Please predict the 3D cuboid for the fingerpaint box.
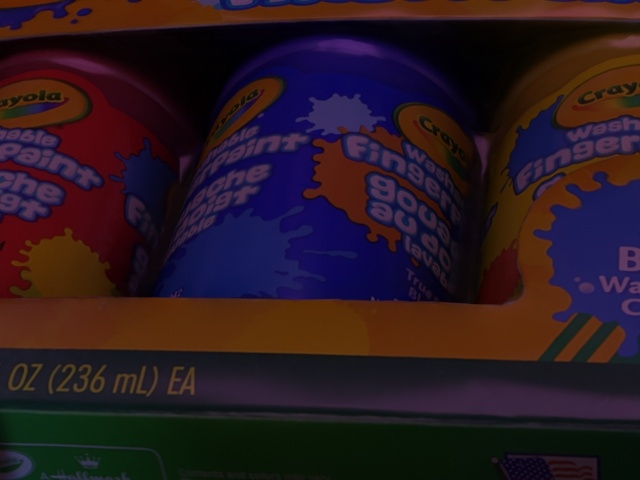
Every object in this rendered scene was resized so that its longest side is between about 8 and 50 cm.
[{"bbox_3d":[0.000,0.000,0.744,0.444,0.163,0.371,1,40,12],"label":"fingerpaint box"}]
